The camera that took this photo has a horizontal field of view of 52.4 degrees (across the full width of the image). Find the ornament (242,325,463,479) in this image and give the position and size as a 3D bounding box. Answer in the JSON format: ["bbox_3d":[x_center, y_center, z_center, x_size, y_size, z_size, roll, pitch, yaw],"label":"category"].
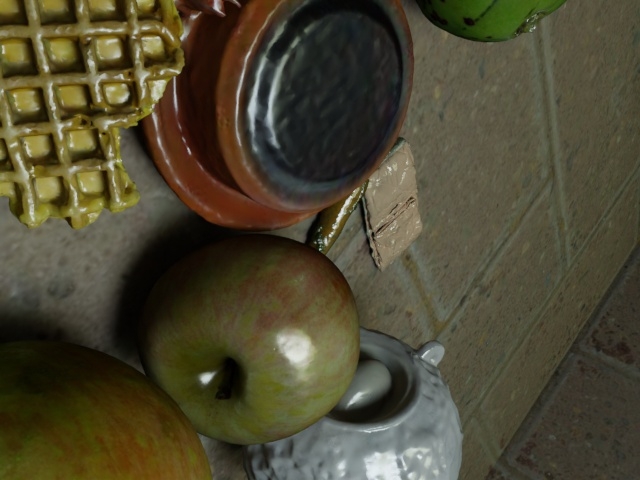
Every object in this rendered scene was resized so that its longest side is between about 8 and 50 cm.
[{"bbox_3d":[0.046,0.307,0.987,0.337,0.337,0.337,-29,133,-37],"label":"ornament"}]

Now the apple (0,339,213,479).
[{"bbox_3d":[-0.273,0.261,0.594,0.339,0.339,0.339,-29,133,-37],"label":"apple"}]

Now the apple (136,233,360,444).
[{"bbox_3d":[-0.077,0.107,0.786,0.234,0.257,0.257,-54,153,-57],"label":"apple"}]

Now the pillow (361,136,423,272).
[{"bbox_3d":[0.121,-0.053,1.093,0.126,0.043,0.232,-40,141,-19],"label":"pillow"}]

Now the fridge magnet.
[{"bbox_3d":[-0.031,-0.176,0.726,0.363,0.155,0.363,-23,127,-35],"label":"fridge magnet"}]

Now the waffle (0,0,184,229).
[{"bbox_3d":[-0.217,-0.141,0.543,0.253,0.056,0.249,-42,118,-6],"label":"waffle"}]

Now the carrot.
[{"bbox_3d":[0.000,0.000,0.981,0.049,0.049,0.254,23,98,-54],"label":"carrot"}]

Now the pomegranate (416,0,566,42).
[{"bbox_3d":[0.224,-0.396,0.845,0.254,0.254,0.270,-17,92,-44],"label":"pomegranate"}]
